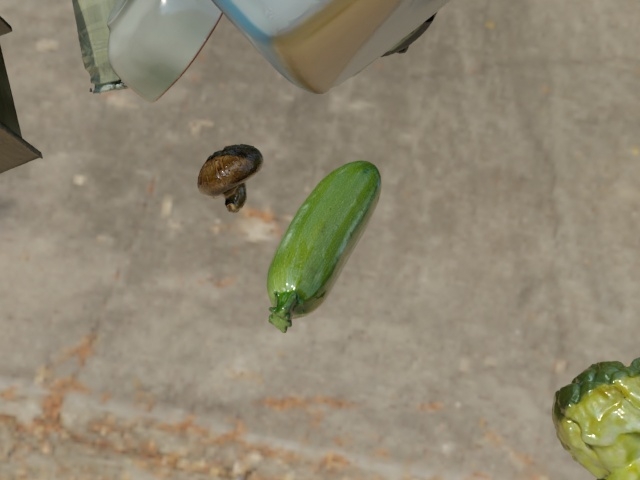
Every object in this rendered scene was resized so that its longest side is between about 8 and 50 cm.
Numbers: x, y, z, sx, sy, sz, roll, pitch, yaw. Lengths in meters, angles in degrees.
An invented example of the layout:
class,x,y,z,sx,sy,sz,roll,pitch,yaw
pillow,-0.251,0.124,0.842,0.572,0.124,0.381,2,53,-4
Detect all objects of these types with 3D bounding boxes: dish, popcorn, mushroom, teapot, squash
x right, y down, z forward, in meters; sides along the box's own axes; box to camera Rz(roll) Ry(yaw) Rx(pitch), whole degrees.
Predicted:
class,x,y,z,sx,sy,sz,roll,pitch,yaw
dish,-0.226,-0.334,1.846,0.117,0.256,0.256,32,1,-19
popcorn,0.302,0.192,1.313,0.135,0.162,0.141,19,-22,-10
mushroom,-0.140,-0.102,1.961,0.085,0.109,0.126,28,-14,-12
teapot,-0.352,-0.333,2.026,0.077,0.200,0.107,-13,7,-27
squash,0.000,0.000,1.891,0.107,0.107,0.395,13,38,13

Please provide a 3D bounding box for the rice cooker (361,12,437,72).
class,x,y,z,sx,sy,sz,roll,pitch,yaw
rice cooker,0.025,-0.314,1.408,0.244,0.226,0.226,30,10,3

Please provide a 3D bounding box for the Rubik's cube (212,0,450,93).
class,x,y,z,sx,sy,sz,roll,pitch,yaw
Rubik's cube,0.006,-0.351,0.999,0.351,0.347,0.352,51,5,6

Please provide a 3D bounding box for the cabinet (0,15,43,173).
class,x,y,z,sx,sy,sz,roll,pitch,yaw
cabinet,-0.437,-0.147,1.377,0.215,0.175,0.148,-20,-18,8
